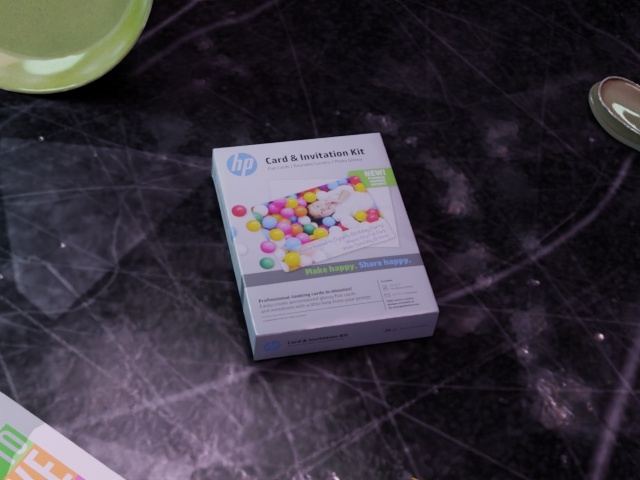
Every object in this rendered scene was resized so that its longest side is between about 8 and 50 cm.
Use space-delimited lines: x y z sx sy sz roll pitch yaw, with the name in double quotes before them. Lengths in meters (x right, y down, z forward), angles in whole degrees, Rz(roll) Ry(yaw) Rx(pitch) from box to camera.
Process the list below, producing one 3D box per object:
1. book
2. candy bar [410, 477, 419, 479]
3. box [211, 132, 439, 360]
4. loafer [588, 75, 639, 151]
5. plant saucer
"book" -0.195 0.181 0.907 0.144 0.035 0.096 31 59 14
"candy bar" 0.030 0.224 0.907 0.040 0.018 0.161 37 58 20
"box" 0.000 0.000 1.062 0.145 0.038 0.186 -6 53 -12
"loafer" 0.300 -0.101 1.168 0.056 0.050 0.148 -35 64 -28
"plant saucer" -0.247 -0.241 1.109 0.241 0.241 0.037 16 28 5
